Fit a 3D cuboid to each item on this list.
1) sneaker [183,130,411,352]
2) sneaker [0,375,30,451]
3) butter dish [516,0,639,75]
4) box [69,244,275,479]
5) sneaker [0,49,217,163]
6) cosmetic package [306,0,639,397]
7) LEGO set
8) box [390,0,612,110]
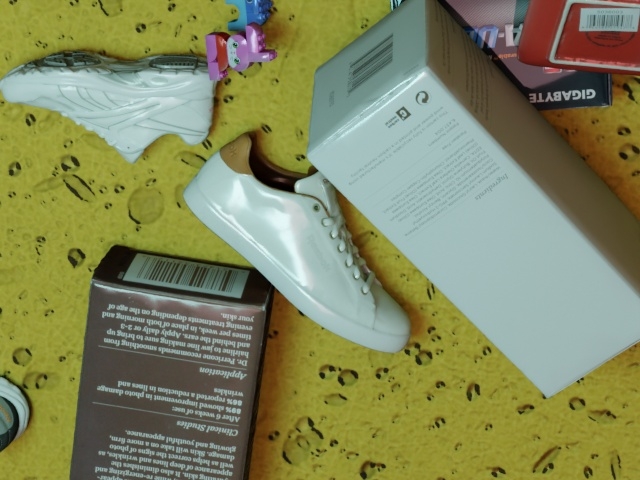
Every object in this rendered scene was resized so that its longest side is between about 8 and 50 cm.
[{"bbox_3d":[0.000,0.000,1.723,0.290,0.106,0.123,39,109,-6],"label":"sneaker"},{"bbox_3d":[-0.465,0.181,1.818,0.272,0.108,0.100,11,110,2],"label":"sneaker"},{"bbox_3d":[0.277,-0.243,1.574,0.160,0.118,0.160,5,151,-1],"label":"butter dish"},{"bbox_3d":[-0.166,0.211,1.789,0.191,0.143,0.381,9,106,1],"label":"box"},{"bbox_3d":[-0.221,-0.136,1.710,0.232,0.090,0.115,3,111,4],"label":"sneaker"},{"bbox_3d":[0.165,-0.046,1.610,0.155,0.197,0.365,-36,112,21],"label":"cosmetic package"},{"bbox_3d":[-0.064,-0.282,1.648,0.093,0.087,0.227,2,108,20],"label":"LEGO set"},{"bbox_3d":[0.183,-0.218,1.669,0.220,0.051,0.175,-3,107,5],"label":"box"}]
